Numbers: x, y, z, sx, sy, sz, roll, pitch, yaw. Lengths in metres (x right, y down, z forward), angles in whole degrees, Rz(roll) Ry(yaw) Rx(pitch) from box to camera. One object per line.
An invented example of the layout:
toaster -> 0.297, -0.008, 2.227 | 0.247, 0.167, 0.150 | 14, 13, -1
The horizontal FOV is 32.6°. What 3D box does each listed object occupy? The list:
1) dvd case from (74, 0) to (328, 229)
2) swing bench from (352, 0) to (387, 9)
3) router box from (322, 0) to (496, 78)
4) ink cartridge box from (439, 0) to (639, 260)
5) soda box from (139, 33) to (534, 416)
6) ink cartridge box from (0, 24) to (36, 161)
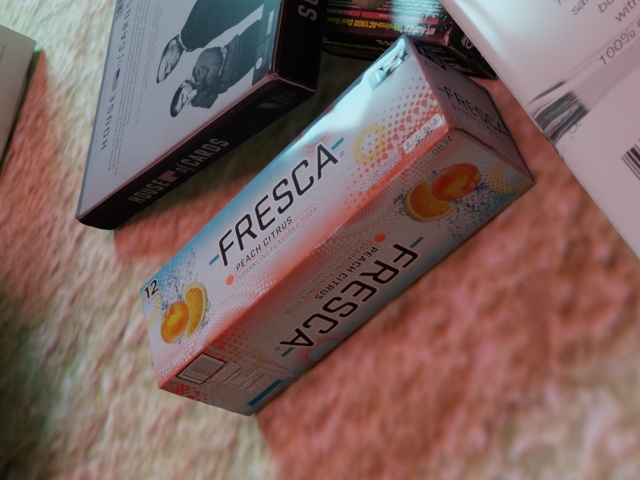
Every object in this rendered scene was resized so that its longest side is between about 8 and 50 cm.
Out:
dvd case -> -0.065, -0.119, 0.598 | 0.238, 0.029, 0.179 | -25, 53, 54
swing bench -> 0.027, -0.277, 0.403 | 0.254, 0.165, 0.253 | -39, 38, 51
router box -> 0.046, -0.129, 0.509 | 0.122, 0.038, 0.092 | 21, 87, 51
ink cartridge box -> 0.143, -0.066, 0.333 | 0.148, 0.086, 0.203 | -46, 43, 21
soda box -> 0.000, 0.000, 0.479 | 0.183, 0.058, 0.063 | -41, 45, 25
ink cartridge box -> -0.328, -0.118, 0.808 | 0.128, 0.176, 0.127 | 1, 75, 49
